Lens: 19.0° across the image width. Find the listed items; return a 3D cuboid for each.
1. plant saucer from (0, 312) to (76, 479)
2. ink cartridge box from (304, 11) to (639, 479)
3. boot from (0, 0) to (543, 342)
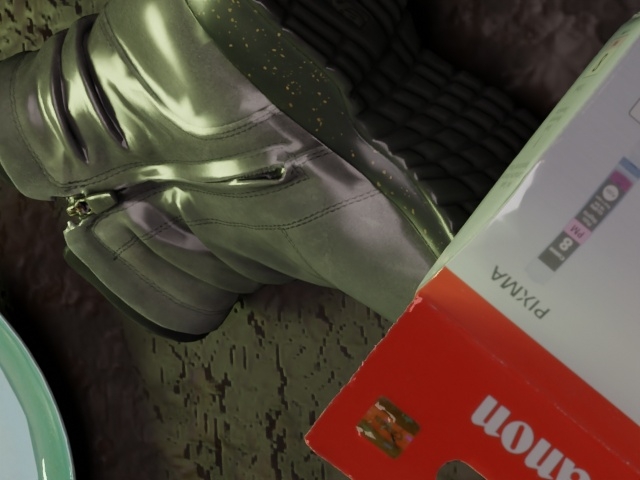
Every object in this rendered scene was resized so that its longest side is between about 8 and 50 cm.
[{"bbox_3d":[-0.288,0.139,1.072,0.318,0.044,0.317,1,99,5],"label":"plant saucer"},{"bbox_3d":[0.138,0.049,0.798,0.189,0.066,0.232,39,82,-5],"label":"ink cartridge box"},{"bbox_3d":[0.000,0.000,0.927,0.338,0.118,0.223,52,132,-3],"label":"boot"}]
